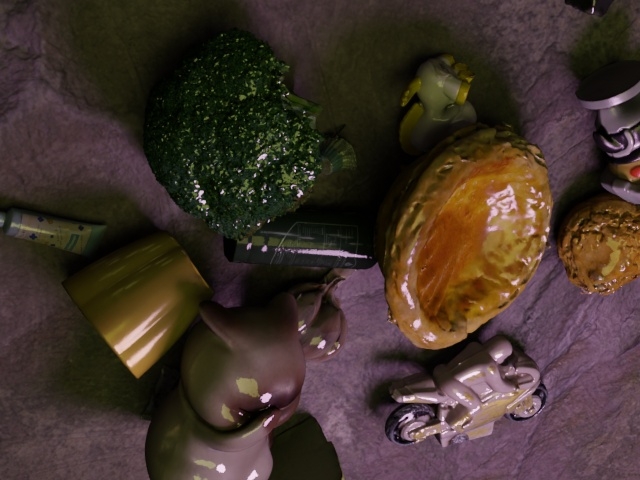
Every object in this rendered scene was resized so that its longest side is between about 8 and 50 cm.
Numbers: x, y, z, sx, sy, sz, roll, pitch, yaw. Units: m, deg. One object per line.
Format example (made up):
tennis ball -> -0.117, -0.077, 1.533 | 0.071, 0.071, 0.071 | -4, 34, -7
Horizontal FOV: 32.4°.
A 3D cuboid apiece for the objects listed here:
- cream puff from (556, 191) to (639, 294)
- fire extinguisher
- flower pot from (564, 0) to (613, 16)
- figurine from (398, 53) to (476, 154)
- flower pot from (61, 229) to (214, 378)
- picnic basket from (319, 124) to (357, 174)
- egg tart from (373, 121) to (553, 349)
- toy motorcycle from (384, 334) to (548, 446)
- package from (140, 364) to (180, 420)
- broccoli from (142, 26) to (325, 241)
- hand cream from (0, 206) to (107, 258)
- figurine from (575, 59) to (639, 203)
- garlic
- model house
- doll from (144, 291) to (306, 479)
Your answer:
cream puff -> 0.502, 0.011, 1.924 | 0.189, 0.129, 0.189 | -6, 115, -13
fire extinguisher -> 0.000, 0.000, 1.780 | 0.311, 0.095, 0.114 | 2, 144, -18
flower pot -> 0.348, -0.472, 1.529 | 0.299, 0.299, 0.282 | 10, 106, -22
figurine -> 0.181, -0.205, 1.736 | 0.130, 0.109, 0.178 | -23, 142, -11
flower pot -> -0.271, 0.085, 1.693 | 0.179, 0.195, 0.195 | -39, 122, -10
picnic basket -> 0.027, -0.138, 1.734 | 0.083, 0.083, 0.065 | -39, 123, -41
egg tart -> 0.213, -0.017, 1.755 | 0.388, 0.169, 0.387 | -23, 124, -37
toy motorcycle -> 0.277, 0.270, 1.998 | 0.341, 0.108, 0.223 | -10, 128, -21
package -> -0.272, 0.262, 1.874 | 0.037, 0.015, 0.110 | 20, 108, -20
broccoli -> -0.113, -0.151, 1.584 | 0.275, 0.308, 0.307 | -9, 123, -41
hand cream -> -0.414, -0.016, 1.667 | 0.171, 0.043, 0.065 | 14, 118, -28
figurine -> 0.529, -0.177, 1.833 | 0.176, 0.133, 0.236 | -37, 117, -15
garlic -> 0.000, 0.118, 1.833 | 0.194, 0.127, 0.131 | -45, 118, -11
model house -> -0.022, 0.469, 1.949 | 0.195, 0.214, 0.189 | -32, 123, -2
doll -> -0.149, 0.269, 1.736 | 0.215, 0.226, 0.370 | -1, 136, -37
